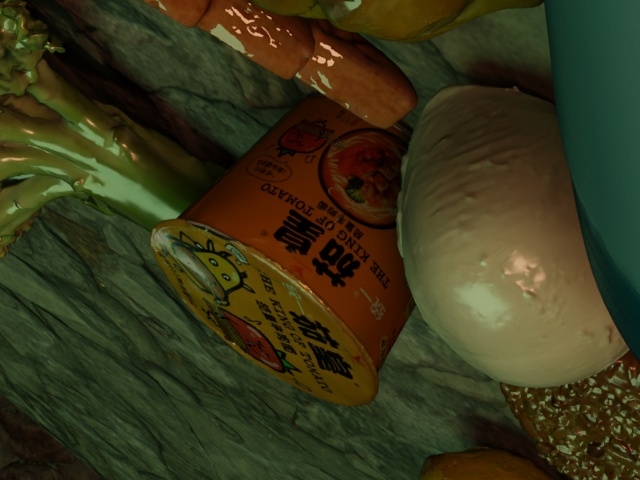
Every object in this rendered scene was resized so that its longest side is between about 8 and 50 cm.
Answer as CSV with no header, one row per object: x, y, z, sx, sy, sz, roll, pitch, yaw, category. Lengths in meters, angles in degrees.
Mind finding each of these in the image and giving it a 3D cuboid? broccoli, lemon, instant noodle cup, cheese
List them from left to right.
-0.245,-0.071,1.488,0.397,0.274,0.353,25,-177,-25,broccoli
0.000,0.000,1.226,0.216,0.172,0.216,32,157,15,instant noodle cup
0.172,0.299,1.553,0.181,0.180,0.193,17,158,43,lemon
0.140,0.005,1.033,0.154,0.189,0.198,-23,123,29,cheese

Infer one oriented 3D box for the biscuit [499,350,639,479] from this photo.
0.280,0.186,1.339,0.305,0.038,0.305,32,157,15,biscuit

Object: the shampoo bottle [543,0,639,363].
0.219,-0.126,0.423,0.331,0.331,0.342,25,155,30,shampoo bottle

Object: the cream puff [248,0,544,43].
0.046,-0.228,0.738,0.282,0.185,0.281,10,105,43,cream puff

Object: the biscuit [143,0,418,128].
-0.075,-0.172,0.988,0.284,0.043,0.306,42,-164,29,biscuit
